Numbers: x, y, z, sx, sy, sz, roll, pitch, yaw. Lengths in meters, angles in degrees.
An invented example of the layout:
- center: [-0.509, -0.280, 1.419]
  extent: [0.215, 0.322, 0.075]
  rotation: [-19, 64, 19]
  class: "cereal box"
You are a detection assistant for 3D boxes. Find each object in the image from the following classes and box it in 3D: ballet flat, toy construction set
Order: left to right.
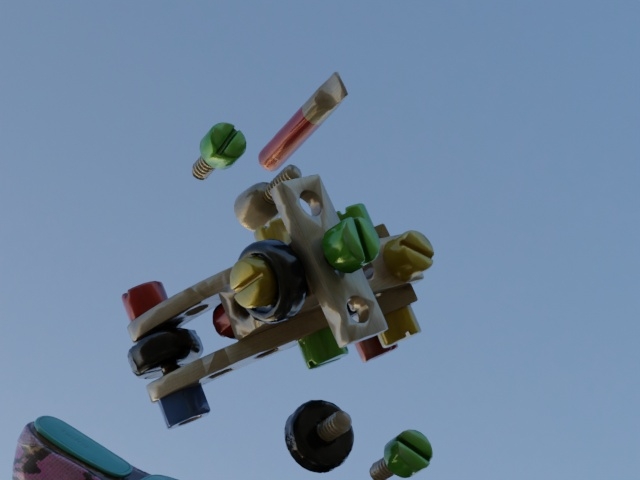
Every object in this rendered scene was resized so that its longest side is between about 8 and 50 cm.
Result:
- center: [-0.166, 0.225, 1.110]
  extent: [0.221, 0.077, 0.079]
  rotation: [23, -79, 15]
  class: "ballet flat"
- center: [0.000, 0.000, 1.019]
  extent: [0.257, 0.309, 0.237]
  rotation: [12, -32, -26]
  class: "toy construction set"
